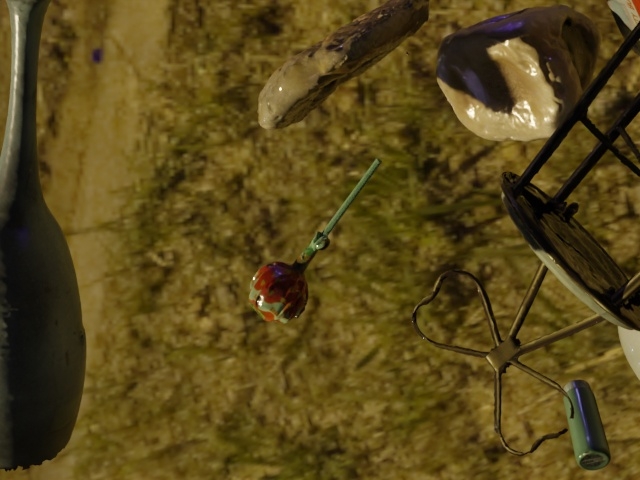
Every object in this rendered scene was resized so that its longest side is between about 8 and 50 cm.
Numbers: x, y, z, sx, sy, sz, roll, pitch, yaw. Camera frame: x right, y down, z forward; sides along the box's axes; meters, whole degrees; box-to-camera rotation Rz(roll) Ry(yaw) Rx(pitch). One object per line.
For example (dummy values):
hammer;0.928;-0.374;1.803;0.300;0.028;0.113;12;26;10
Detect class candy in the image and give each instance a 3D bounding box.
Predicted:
candy;0.001;0.001;1.727;0.288;0.084;0.078;-52;38;18

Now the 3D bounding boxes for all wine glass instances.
wine glass;-0.109;0.013;0.680;0.264;0.096;0.310;23;118;29

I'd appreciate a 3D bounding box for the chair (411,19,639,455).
chair;0.184;0.007;0.872;0.326;0.170;0.160;-46;69;19

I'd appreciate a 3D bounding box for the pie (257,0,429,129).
pie;0.024;-0.187;1.248;0.052;0.218;0.185;55;172;0

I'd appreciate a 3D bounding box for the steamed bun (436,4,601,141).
steamed bun;0.239;-0.204;1.396;0.172;0.155;0.141;3;125;50

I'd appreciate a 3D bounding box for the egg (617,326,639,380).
egg;0.417;0.116;1.370;0.151;0.151;0.209;-29;95;41

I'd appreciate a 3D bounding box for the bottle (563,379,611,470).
bottle;0.234;0.162;1.097;0.030;0.030;0.083;-51;27;34

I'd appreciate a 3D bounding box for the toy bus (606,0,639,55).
toy bus;0.348;-0.278;1.263;0.120;0.265;0.121;25;72;44
